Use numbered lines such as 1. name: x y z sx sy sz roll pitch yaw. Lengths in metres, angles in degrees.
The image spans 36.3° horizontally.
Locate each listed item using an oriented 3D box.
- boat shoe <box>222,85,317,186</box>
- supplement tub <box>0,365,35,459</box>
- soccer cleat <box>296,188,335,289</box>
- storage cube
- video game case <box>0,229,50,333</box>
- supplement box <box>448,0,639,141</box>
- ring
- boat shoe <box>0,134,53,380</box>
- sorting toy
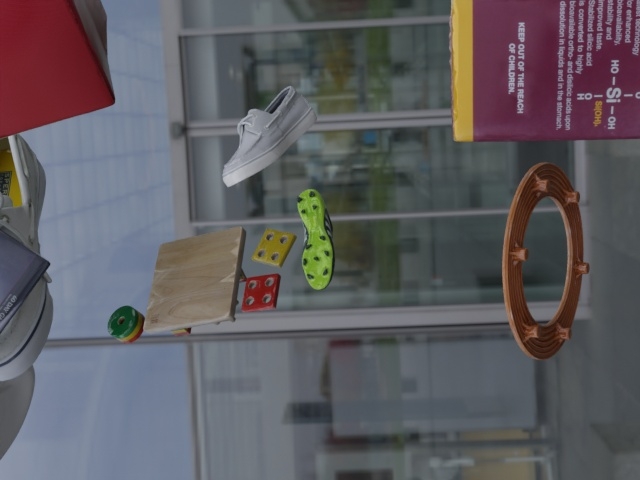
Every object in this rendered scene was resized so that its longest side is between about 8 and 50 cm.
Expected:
1. boat shoe: -0.068 -0.130 1.177 0.063 0.066 0.184 56 -131 -14
2. supplement tub: -0.627 0.219 1.489 0.228 0.316 0.228 22 -90 -82
3. soccer cleat: 0.000 0.000 1.627 0.072 0.060 0.179 34 -136 -59
4. storage cube: -0.337 -0.241 1.027 0.193 0.215 0.183 75 178 -48
5. video game case: -0.472 0.029 1.083 0.196 0.274 0.026 -55 22 -5
6. supplement box: 0.167 -0.107 0.538 0.104 0.188 0.080 -68 -24 -65
7. ring: 0.391 0.035 1.655 0.336 0.032 0.336 -3 -86 -56
8. boat shoe: -0.416 -0.012 1.235 0.156 0.136 0.367 80 -177 -56
9. sorting toy: -0.146 0.057 1.268 0.046 0.274 0.132 46 -140 -47
